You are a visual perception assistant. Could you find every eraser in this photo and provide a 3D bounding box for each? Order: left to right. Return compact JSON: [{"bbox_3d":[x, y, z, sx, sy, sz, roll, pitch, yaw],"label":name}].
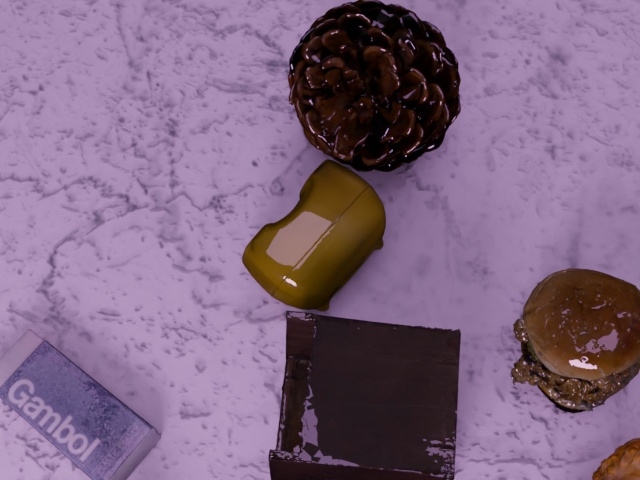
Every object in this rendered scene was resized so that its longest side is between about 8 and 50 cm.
[{"bbox_3d":[-0.303,0.204,1.195,0.212,0.046,0.092,35,72,16],"label":"eraser"}]

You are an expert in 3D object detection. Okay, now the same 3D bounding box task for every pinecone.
[{"bbox_3d":[0.065,-0.195,1.246,0.224,0.272,0.224,1,93,11],"label":"pinecone"}]

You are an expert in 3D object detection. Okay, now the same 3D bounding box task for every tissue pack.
[{"bbox_3d":[0.000,0.000,1.232,0.127,0.123,0.178,40,76,5],"label":"tissue pack"}]

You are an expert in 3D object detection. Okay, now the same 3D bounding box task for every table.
[{"bbox_3d":[0.047,0.194,1.119,0.193,0.172,0.169,6,66,0],"label":"table"}]

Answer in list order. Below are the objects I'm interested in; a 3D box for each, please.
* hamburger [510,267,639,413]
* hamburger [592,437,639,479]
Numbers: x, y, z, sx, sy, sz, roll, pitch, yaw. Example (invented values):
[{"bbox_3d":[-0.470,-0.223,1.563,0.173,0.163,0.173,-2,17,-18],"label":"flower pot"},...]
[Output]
[{"bbox_3d":[0.300,0.116,1.167,0.185,0.131,0.159,-32,65,-7],"label":"hamburger"},{"bbox_3d":[0.386,0.347,0.960,0.330,0.330,0.250,38,78,17],"label":"hamburger"}]
